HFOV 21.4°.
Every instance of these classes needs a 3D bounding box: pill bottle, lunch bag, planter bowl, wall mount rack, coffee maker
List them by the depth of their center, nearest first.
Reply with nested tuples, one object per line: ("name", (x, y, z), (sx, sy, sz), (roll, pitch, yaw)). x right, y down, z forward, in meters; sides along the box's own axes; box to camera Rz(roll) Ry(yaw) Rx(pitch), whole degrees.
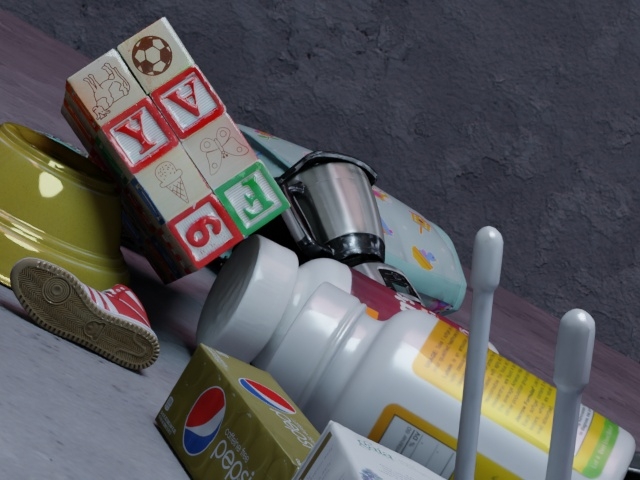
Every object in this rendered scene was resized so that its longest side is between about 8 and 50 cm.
("wall mount rack", (0.145, 0.166, 0.924), (0.304, 0.130, 0.350), (55, 0, -13))
("pill bottle", (0.082, 0.133, 1.185), (0.246, 0.136, 0.136), (31, 7, 6))
("planter bowl", (-0.222, -0.030, 1.303), (0.217, 0.090, 0.217), (30, 6, -3))
("pill bottle", (0.022, 0.088, 1.329), (0.221, 0.121, 0.121), (28, 7, -17))
("coffee maker", (0.005, 0.039, 1.510), (0.120, 0.171, 0.178), (0, 53, -26))
("lunch bag", (0.000, 0.000, 1.746), (0.223, 0.160, 0.262), (25, 3, -43))

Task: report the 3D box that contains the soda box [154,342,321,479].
("soda box", (-0.037, 0.130, 1.016), (0.058, 0.061, 0.181), (27, 7, -29))

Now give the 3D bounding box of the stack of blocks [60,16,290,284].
("stack of blocks", (-0.128, -0.062, 1.375), (0.171, 0.087, 0.297), (55, -11, -2))

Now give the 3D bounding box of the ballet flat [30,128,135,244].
("ballet flat", (-0.222, -0.044, 1.584), (0.188, 0.070, 0.070), (29, 6, -20))

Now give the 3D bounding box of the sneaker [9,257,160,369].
("sneaker", (-0.167, 0.044, 1.186), (0.118, 0.042, 0.067), (36, 8, -19))

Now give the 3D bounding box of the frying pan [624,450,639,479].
("frying pan", (0.319, 0.237, 1.259), (0.326, 0.053, 0.197), (15, -34, 25))

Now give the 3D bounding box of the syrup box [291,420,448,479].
("syrup box", (0.038, 0.181, 0.815), (0.093, 0.096, 0.237), (30, 6, -15))
